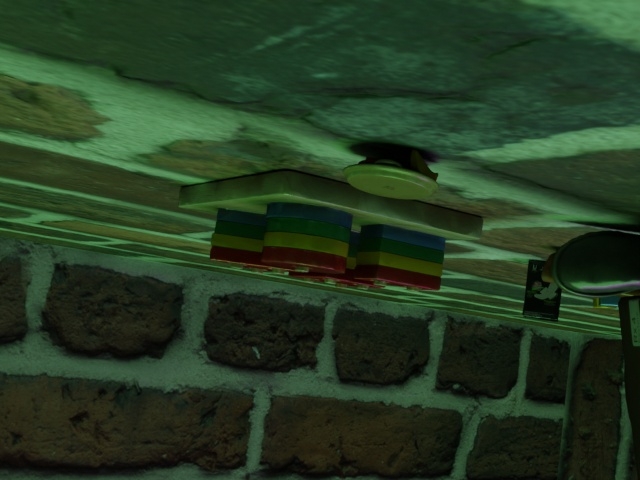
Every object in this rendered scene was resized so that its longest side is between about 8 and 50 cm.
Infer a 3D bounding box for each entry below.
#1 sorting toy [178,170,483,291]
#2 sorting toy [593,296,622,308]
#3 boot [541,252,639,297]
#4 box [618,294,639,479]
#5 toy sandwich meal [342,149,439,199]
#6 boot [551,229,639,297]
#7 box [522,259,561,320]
[{"bbox_3d":[0.000,0.000,0.980,0.256,0.089,0.257,12,173,-32],"label":"sorting toy"},{"bbox_3d":[0.491,0.087,1.375,0.196,0.047,0.348,6,174,14],"label":"sorting toy"},{"bbox_3d":[0.459,0.078,1.135,0.280,0.096,0.264,9,-176,36],"label":"boot"},{"bbox_3d":[0.487,0.129,0.790,0.382,0.191,0.143,-5,174,-2],"label":"box"},{"bbox_3d":[0.058,-0.055,0.691,0.086,0.029,0.085,10,170,2],"label":"toy sandwich meal"},{"bbox_3d":[0.330,0.018,0.804,0.190,0.076,0.208,-7,180,2],"label":"boot"},{"bbox_3d":[0.332,0.076,1.292,0.052,0.083,0.062,7,174,17],"label":"box"}]
